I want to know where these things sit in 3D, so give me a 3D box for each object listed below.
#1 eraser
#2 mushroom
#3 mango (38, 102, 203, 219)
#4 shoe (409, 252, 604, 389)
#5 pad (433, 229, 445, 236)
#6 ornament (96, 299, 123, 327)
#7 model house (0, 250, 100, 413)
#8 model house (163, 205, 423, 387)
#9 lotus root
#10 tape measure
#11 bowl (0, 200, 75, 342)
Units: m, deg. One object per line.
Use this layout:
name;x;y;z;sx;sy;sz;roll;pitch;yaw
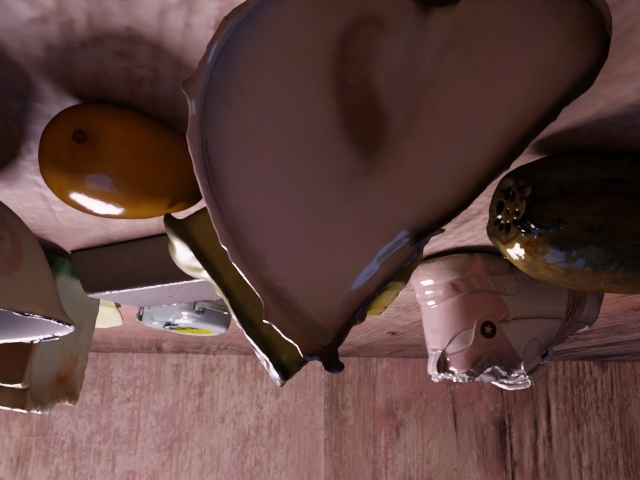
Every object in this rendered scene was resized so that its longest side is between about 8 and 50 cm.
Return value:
eraser;-0.202;0.040;0.925;0.352;0.078;0.111;-9;160;31
mushroom;0.030;-0.085;0.391;0.162;0.173;0.236;39;113;-6
mango;-0.149;-0.056;0.540;0.102;0.085;0.184;-6;169;19
shoe;0.295;0.137;1.050;0.350;0.198;0.172;8;167;-22
pad;0.046;0.006;0.933;0.158;0.003;0.235;7;164;-24
ornament;-0.458;0.120;1.268;0.180;0.059;0.201;-15;158;36
model house;-0.533;0.140;1.023;0.279;0.245;0.312;9;164;-3
model house;0.000;0.000;0.614;0.234;0.175;0.193;-40;169;-13
lotus root;0.271;-0.016;0.607;0.240;0.124;0.123;5;149;-10
tape measure;-0.188;0.131;1.244;0.330;0.084;0.164;-9;165;36
bowl;-0.406;0.004;0.617;0.345;0.157;0.345;-1;165;0
